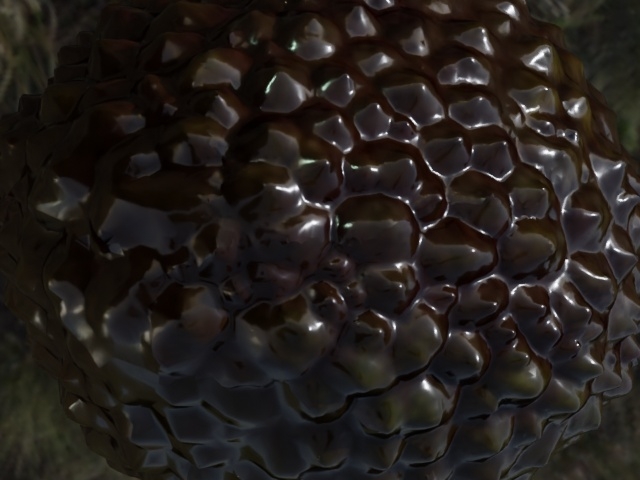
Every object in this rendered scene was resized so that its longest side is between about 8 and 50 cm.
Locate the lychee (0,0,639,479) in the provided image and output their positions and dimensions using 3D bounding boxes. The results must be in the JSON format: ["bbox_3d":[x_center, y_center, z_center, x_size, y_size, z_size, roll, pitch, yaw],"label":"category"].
[{"bbox_3d":[0.000,0.000,0.498,0.236,0.236,0.271,-48,167,16],"label":"lychee"}]
